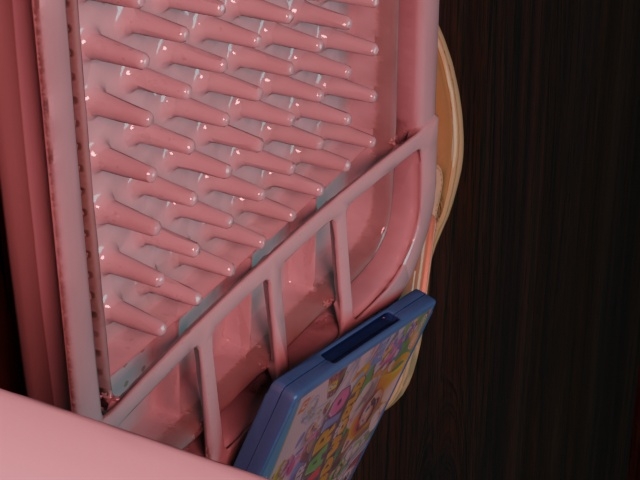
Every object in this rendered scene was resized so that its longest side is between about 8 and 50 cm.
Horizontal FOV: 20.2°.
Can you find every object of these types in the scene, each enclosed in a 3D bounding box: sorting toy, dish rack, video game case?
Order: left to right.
[{"bbox_3d":[-0.043,-0.064,0.746,0.285,0.072,0.333,-42,143,-44],"label":"dish rack"},{"bbox_3d":[-0.003,0.094,0.848,0.166,0.015,0.119,-27,145,-62],"label":"video game case"},{"bbox_3d":[0.039,-0.005,0.937,0.062,0.012,0.083,16,79,-54],"label":"sorting toy"}]

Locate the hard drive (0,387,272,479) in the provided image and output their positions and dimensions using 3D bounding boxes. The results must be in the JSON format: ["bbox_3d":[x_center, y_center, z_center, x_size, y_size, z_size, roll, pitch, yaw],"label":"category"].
[{"bbox_3d":[-0.111,0.131,0.394,0.040,0.318,0.210,-13,-121,59],"label":"hard drive"}]

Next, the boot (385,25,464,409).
[{"bbox_3d":[0.000,0.000,0.974,0.203,0.095,0.262,-33,134,-66],"label":"boot"}]
